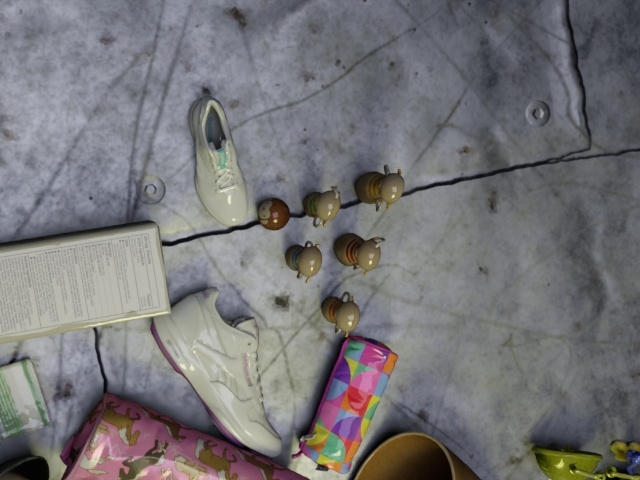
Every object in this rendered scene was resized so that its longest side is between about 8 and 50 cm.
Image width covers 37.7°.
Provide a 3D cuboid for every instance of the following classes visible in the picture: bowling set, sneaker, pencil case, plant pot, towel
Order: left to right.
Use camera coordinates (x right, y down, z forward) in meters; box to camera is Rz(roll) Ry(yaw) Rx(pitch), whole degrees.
[{"bbox_3d":[-0.508,0.257,1.457,0.152,0.023,0.113,-18,96,-11],"label":"towel"},{"bbox_3d":[-0.206,0.374,1.464,0.386,0.160,0.167,27,100,-13],"label":"pencil case"},{"bbox_3d":[-0.161,-0.123,1.483,0.080,0.094,0.212,-17,98,-15],"label":"sneaker"},{"bbox_3d":[-0.134,0.213,1.503,0.152,0.114,0.305,-36,102,-9],"label":"sneaker"},{"bbox_3d":[0.000,0.000,1.504,0.200,0.154,0.286,13,90,-16],"label":"bowling set"},{"bbox_3d":[0.044,0.274,1.567,0.105,0.104,0.236,26,86,-15],"label":"pencil case"},{"bbox_3d":[0.212,0.480,1.575,0.254,0.237,0.237,34,85,-31],"label":"plant pot"}]

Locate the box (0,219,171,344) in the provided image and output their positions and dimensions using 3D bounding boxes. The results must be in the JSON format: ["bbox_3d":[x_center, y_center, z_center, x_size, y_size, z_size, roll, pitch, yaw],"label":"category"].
[{"bbox_3d":[-0.393,0.062,1.419,0.311,0.121,0.147,-8,96,-14],"label":"box"}]

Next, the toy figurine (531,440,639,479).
[{"bbox_3d":[0.553,0.493,1.680,0.363,0.191,0.217,7,97,-14],"label":"toy figurine"}]

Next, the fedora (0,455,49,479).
[{"bbox_3d":[-0.438,0.482,1.333,0.153,0.334,0.333,23,88,14],"label":"fedora"}]
